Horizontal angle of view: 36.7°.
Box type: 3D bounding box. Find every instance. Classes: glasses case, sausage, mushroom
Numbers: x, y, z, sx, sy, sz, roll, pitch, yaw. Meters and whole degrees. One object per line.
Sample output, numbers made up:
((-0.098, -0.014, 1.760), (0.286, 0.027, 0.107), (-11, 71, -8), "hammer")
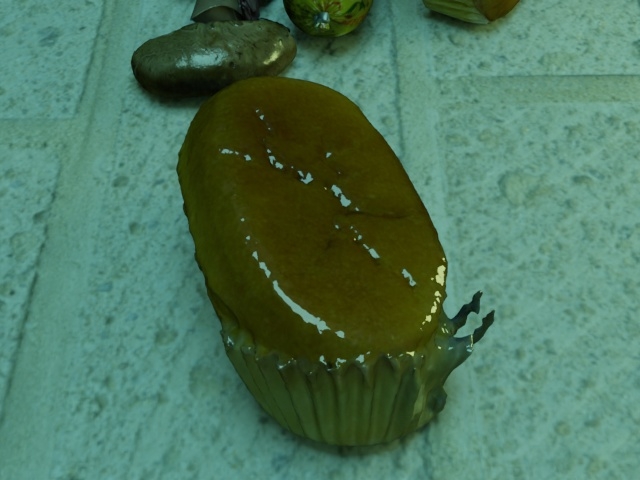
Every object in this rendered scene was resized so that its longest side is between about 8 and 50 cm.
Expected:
((-0.097, -0.332, 1.271), (0.070, 0.102, 0.193), (-29, 37, 36), "glasses case")
((0.025, -0.391, 1.298), (0.123, 0.123, 0.347), (6, 49, 6), "sausage")
((-0.130, -0.219, 1.187), (0.209, 0.072, 0.094), (-5, 58, -5), "mushroom")

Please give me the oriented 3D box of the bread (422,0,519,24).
((0.195, -0.421, 1.224), (0.119, 0.288, 0.152), (15, 49, 25), "bread")

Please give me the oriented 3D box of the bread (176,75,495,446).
((-0.011, 0.005, 0.920), (0.236, 0.183, 0.389), (-17, 51, -17), "bread")
